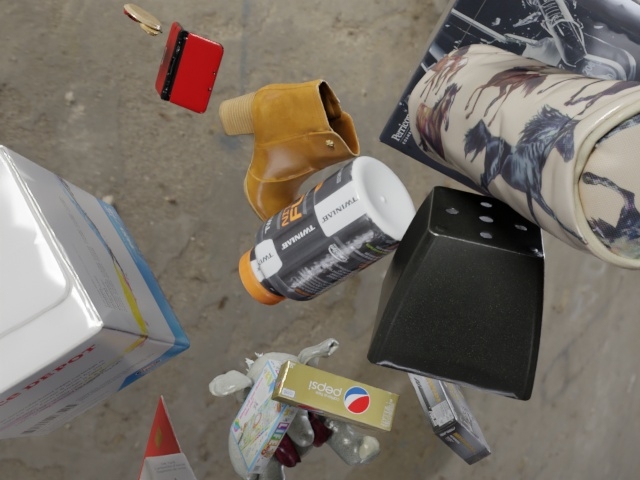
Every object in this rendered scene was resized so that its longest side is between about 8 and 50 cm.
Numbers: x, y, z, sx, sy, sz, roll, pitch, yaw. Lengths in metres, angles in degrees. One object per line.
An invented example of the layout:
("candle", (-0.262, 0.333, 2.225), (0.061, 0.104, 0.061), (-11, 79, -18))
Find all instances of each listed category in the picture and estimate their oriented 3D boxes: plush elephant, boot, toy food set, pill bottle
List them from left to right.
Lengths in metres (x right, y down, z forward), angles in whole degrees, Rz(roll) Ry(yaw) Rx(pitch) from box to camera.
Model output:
("toy food set", (-0.333, -0.415, 1.625), (0.020, 0.083, 0.082), (-54, -172, 17))
("plush elephant", (-0.062, 0.314, 1.609), (0.272, 0.330, 0.255), (-25, 156, -11))
("boot", (-0.028, -0.126, 1.438), (0.104, 0.211, 0.295), (-61, 138, -41))
("pill bottle", (0.000, 0.000, 1.176), (0.130, 0.246, 0.130), (34, 38, -32))

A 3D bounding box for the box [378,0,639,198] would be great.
("box", (0.300, -0.229, 1.207), (0.179, 0.313, 0.343), (-63, -179, -42))

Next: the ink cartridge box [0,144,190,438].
("ink cartridge box", (-0.291, 0.067, 0.862), (0.198, 0.197, 0.270), (-32, 168, 1))

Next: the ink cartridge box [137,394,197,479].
("ink cartridge box", (-0.253, 0.424, 1.271), (0.066, 0.261, 0.296), (0, 122, -31))

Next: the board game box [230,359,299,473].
("board game box", (-0.090, 0.286, 1.410), (0.026, 0.103, 0.154), (14, 116, -33))

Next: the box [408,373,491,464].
("box", (0.258, 0.333, 1.812), (0.056, 0.231, 0.183), (-34, 133, 13))

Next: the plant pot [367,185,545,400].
("plant pot", (0.172, 0.046, 1.002), (0.187, 0.188, 0.167), (-69, 173, -60))

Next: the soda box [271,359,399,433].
("soda box", (0.022, 0.239, 1.316), (0.061, 0.181, 0.058), (131, -23, -69))

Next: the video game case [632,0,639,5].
("video game case", (0.239, -0.302, 0.671), (0.183, 0.201, 0.023), (-59, -173, 23))

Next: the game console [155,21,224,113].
("game console", (-0.260, -0.341, 1.706), (0.085, 0.124, 0.144), (11, 111, -26))

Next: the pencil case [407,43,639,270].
("pencil case", (0.238, -0.101, 0.880), (0.184, 0.410, 0.159), (1, 107, -15))
